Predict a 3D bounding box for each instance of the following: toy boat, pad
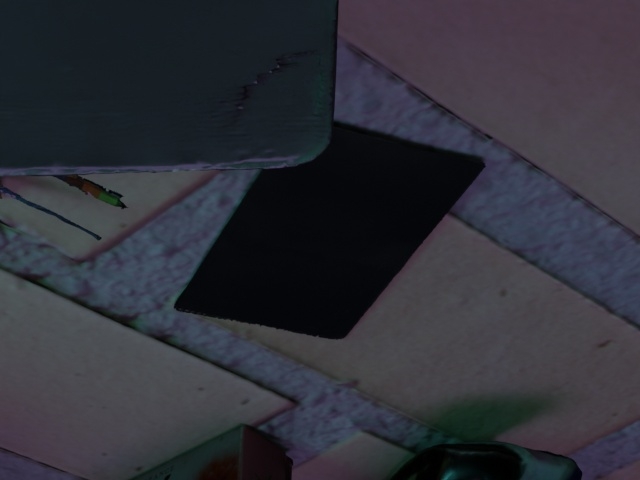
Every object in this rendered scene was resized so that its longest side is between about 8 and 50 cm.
[{"bbox_3d":[0.096,0.224,1.096,0.115,0.114,0.262,21,135,-11],"label":"toy boat"},{"bbox_3d":[0.000,0.000,0.881,0.116,0.004,0.193,12,141,-20],"label":"pad"}]

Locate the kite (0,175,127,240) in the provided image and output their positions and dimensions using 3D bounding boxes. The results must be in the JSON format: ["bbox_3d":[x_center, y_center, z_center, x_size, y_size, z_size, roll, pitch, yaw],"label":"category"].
[{"bbox_3d":[-0.167,-0.049,0.747,0.160,0.010,0.183,25,161,-7],"label":"kite"}]

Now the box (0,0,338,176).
[{"bbox_3d":[-0.094,-0.114,0.608,0.243,0.135,0.163,-2,145,-4],"label":"box"}]

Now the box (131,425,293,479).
[{"bbox_3d":[-0.089,0.206,1.064,0.156,0.111,0.060,-28,130,27],"label":"box"}]
